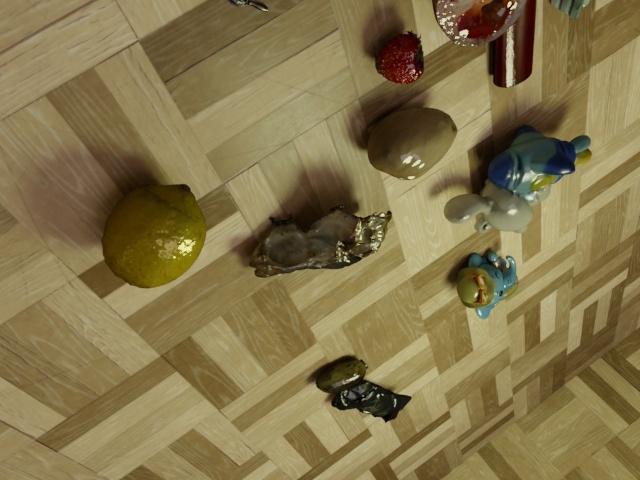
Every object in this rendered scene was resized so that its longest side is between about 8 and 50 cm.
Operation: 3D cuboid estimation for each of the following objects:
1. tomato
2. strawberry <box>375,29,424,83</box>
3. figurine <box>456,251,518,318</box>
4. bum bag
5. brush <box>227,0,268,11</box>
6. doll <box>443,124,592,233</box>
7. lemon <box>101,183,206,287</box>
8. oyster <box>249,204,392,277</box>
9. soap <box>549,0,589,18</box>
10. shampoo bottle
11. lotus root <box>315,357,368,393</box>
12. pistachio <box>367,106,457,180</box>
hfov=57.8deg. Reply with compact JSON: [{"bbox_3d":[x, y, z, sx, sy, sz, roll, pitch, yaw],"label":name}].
[{"bbox_3d":[0.286,-0.491,1.110,0.199,0.112,0.228,-31,140,0],"label":"tomato"},{"bbox_3d":[0.158,-0.358,1.149,0.106,0.106,0.106,-20,135,-22],"label":"strawberry"},{"bbox_3d":[0.531,0.124,1.831,0.262,0.153,0.180,-30,132,-38],"label":"figurine"},{"bbox_3d":[0.178,0.535,1.946,0.144,0.095,0.340,-45,134,16],"label":"bum bag"},{"bbox_3d":[-0.121,-0.396,0.964,0.083,0.008,0.024,5,119,-39],"label":"brush"},{"bbox_3d":[0.539,-0.164,1.557,0.366,0.187,0.376,-52,161,26],"label":"doll"},{"bbox_3d":[-0.302,-0.009,1.049,0.193,0.181,0.181,-23,141,13],"label":"lemon"},{"bbox_3d":[0.001,-0.001,1.303,0.336,0.133,0.198,-13,160,-9],"label":"oyster"},{"bbox_3d":[0.536,-0.554,1.249,0.056,0.100,0.149,-52,163,5],"label":"soap"},{"bbox_3d":[0.425,-0.468,1.268,0.102,0.064,0.260,-30,138,-11],"label":"shampoo bottle"},{"bbox_3d":[0.069,0.414,1.764,0.179,0.080,0.089,-20,134,-23],"label":"lotus root"},{"bbox_3d":[0.202,-0.215,1.282,0.223,0.126,0.152,-21,100,-21],"label":"pistachio"}]
